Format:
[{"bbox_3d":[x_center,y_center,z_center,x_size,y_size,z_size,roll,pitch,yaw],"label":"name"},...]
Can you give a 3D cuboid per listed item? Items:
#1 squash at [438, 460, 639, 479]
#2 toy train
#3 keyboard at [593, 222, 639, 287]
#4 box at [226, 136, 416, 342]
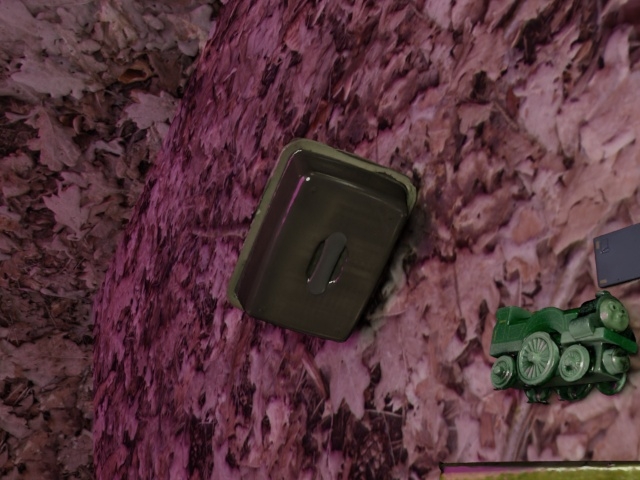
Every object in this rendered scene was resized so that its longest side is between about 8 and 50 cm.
[{"bbox_3d":[0.261,0.262,0.768,0.252,0.169,0.093,-9,69,25],"label":"squash"},{"bbox_3d":[0.247,0.112,0.817,0.178,0.071,0.105,-27,44,58],"label":"toy train"},{"bbox_3d":[0.335,0.001,0.754,0.176,0.014,0.055,-28,54,56],"label":"keyboard"},{"bbox_3d":[0.000,0.000,1.187,0.166,0.220,0.291,-108,38,-65],"label":"box"}]
